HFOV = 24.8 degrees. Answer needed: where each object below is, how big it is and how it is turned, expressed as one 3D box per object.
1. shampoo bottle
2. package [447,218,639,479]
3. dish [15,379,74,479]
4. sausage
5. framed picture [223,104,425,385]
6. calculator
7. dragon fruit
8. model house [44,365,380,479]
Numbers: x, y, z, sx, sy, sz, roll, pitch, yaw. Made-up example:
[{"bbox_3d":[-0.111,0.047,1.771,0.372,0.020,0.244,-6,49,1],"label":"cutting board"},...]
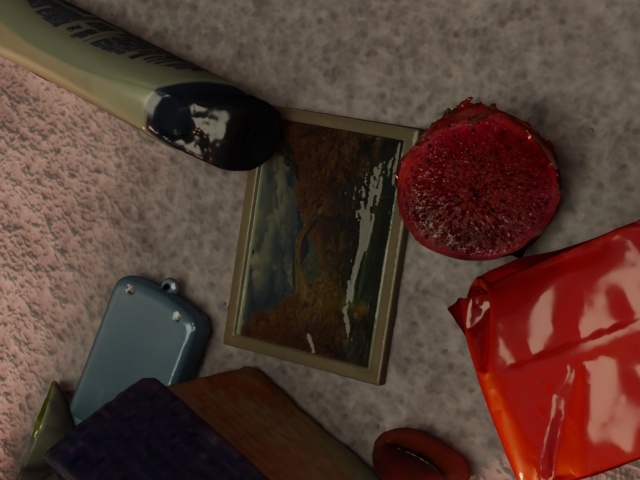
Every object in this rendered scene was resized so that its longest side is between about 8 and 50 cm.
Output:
[{"bbox_3d":[-0.209,-0.168,1.454,0.359,0.134,0.078,29,109,29],"label":"shampoo bottle"},{"bbox_3d":[0.301,0.064,1.195,0.423,0.123,0.196,-24,82,29],"label":"package"},{"bbox_3d":[-0.293,0.220,1.566,0.039,0.091,0.137,19,119,-10],"label":"dish"},{"bbox_3d":[0.093,0.208,1.351,0.094,0.054,0.059,23,109,25],"label":"sausage"},{"bbox_3d":[0.000,0.000,1.419,0.184,0.016,0.250,13,97,28],"label":"framed picture"},{"bbox_3d":[-0.188,0.134,1.514,0.121,0.039,0.210,27,103,24],"label":"calculator"},{"bbox_3d":[0.142,-0.065,1.305,0.153,0.111,0.153,2,124,3],"label":"dragon fruit"},{"bbox_3d":[-0.146,0.295,1.357,0.245,0.280,0.312,42,111,21],"label":"model house"}]
